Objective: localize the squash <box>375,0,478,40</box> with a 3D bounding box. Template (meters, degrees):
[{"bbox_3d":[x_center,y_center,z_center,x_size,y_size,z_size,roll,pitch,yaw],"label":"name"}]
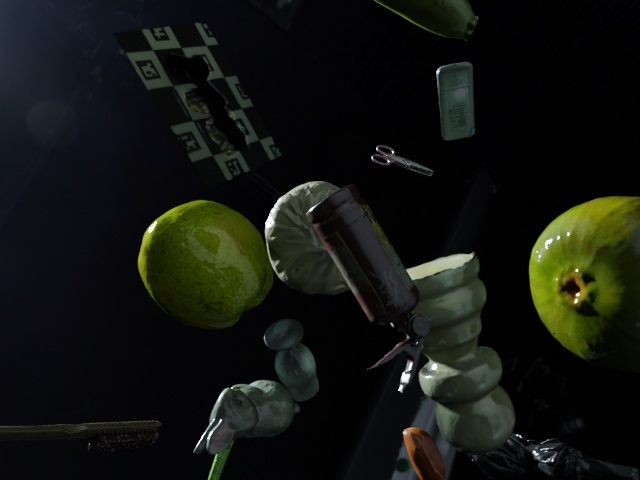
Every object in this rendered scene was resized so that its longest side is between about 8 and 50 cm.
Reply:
[{"bbox_3d":[0.084,-0.275,0.578,0.201,0.066,0.066,29,-134,-12],"label":"squash"}]

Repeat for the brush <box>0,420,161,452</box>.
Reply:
[{"bbox_3d":[-0.337,0.278,0.768,0.248,0.043,0.036,21,-148,-48],"label":"brush"}]

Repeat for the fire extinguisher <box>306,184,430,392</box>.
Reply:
[{"bbox_3d":[0.062,0.062,0.688,0.106,0.075,0.252,-30,-91,-3],"label":"fire extinguisher"}]

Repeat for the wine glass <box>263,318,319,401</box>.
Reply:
[{"bbox_3d":[-0.059,0.275,1.231,0.092,0.202,0.093,-8,-141,6],"label":"wine glass"}]

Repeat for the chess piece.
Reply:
[{"bbox_3d":[0.234,0.202,0.946,0.182,0.182,0.331,-19,-90,-42],"label":"chess piece"}]

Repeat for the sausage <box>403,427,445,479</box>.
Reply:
[{"bbox_3d":[0.301,0.622,1.567,0.089,0.089,0.179,-20,-98,-43],"label":"sausage"}]

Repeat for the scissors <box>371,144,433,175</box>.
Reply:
[{"bbox_3d":[0.234,-0.220,1.545,0.176,0.022,0.085,22,-132,8],"label":"scissors"}]

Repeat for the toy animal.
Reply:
[{"bbox_3d":[-0.150,0.337,1.050,0.125,0.127,0.251,57,-163,17],"label":"toy animal"}]

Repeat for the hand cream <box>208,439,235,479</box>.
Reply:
[{"bbox_3d":[-0.222,0.486,1.209,0.036,0.023,0.122,18,-117,0],"label":"hand cream"}]

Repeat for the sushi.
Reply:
[{"bbox_3d":[-0.289,-0.299,1.256,0.373,0.100,0.296,59,-143,-6],"label":"sushi"}]

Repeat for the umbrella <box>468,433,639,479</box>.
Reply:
[{"bbox_3d":[0.478,0.466,1.150,0.118,0.340,0.118,4,-95,-53],"label":"umbrella"}]

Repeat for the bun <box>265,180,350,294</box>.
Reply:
[{"bbox_3d":[0.000,0.000,1.663,0.359,0.211,0.360,0,-93,-7],"label":"bun"}]

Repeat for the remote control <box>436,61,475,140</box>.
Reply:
[{"bbox_3d":[0.204,-0.206,0.818,0.053,0.125,0.018,-8,-138,11],"label":"remote control"}]

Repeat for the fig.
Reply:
[{"bbox_3d":[0.536,0.073,0.929,0.316,0.316,0.316,19,-131,-23],"label":"fig"}]

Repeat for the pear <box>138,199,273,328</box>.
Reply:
[{"bbox_3d":[-0.319,0.078,1.569,0.390,0.391,0.391,19,-131,-23],"label":"pear"}]
